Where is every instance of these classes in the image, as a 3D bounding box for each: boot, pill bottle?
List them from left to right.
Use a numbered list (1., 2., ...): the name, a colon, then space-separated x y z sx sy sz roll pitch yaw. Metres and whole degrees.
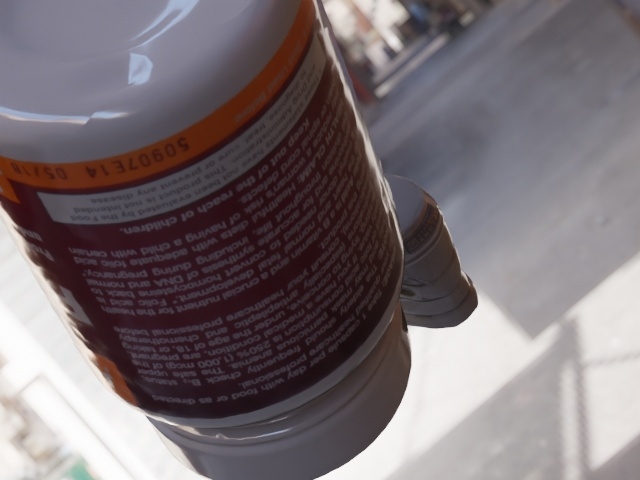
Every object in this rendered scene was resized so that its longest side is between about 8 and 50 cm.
1. pill bottle: -0.074 -0.026 1.210 0.224 0.224 0.392 -42 -38 -16
2. boot: 0.000 0.000 1.478 0.258 0.123 0.095 21 62 43
